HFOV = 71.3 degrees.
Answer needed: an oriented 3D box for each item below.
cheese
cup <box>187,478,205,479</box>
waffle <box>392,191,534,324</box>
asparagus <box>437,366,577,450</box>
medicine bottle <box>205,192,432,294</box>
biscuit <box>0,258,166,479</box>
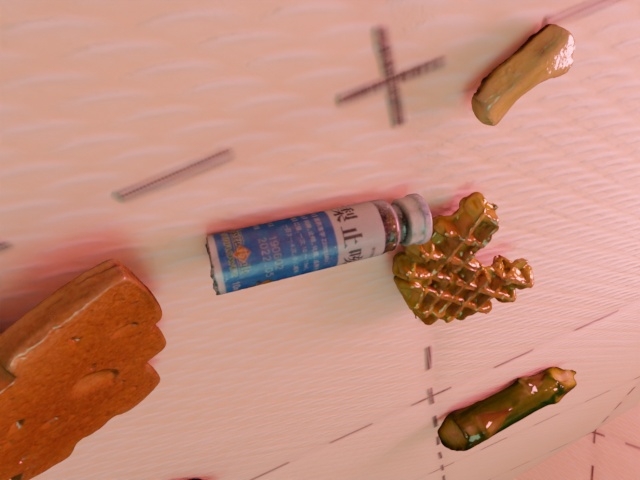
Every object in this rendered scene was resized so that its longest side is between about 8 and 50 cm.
[{"bbox_3d":[0.153,-0.122,0.340,0.083,0.030,0.044,-44,131,13],"label":"cheese"},{"bbox_3d":[-0.248,0.472,0.724,0.138,0.114,0.150,-45,139,20],"label":"cup"},{"bbox_3d":[0.157,0.029,0.494,0.148,0.051,0.194,-30,135,5],"label":"waffle"},{"bbox_3d":[0.413,0.354,0.961,0.342,0.082,0.085,-25,137,-2],"label":"asparagus"},{"bbox_3d":[0.000,0.000,0.380,0.190,0.051,0.051,-13,139,-13],"label":"medicine bottle"},{"bbox_3d":[-0.201,0.106,0.355,0.212,0.041,0.239,-13,138,-59],"label":"biscuit"}]
